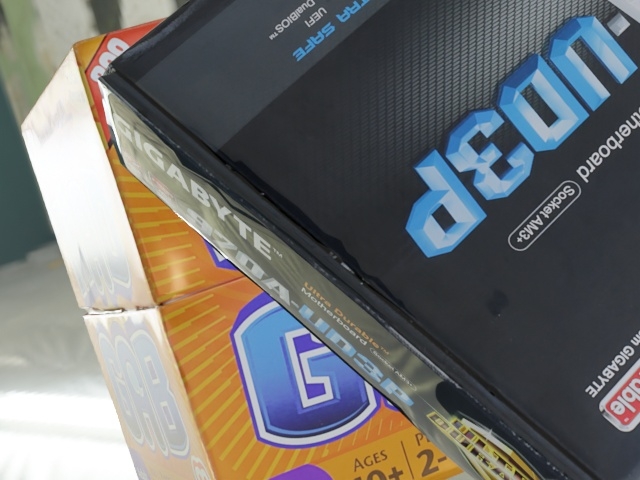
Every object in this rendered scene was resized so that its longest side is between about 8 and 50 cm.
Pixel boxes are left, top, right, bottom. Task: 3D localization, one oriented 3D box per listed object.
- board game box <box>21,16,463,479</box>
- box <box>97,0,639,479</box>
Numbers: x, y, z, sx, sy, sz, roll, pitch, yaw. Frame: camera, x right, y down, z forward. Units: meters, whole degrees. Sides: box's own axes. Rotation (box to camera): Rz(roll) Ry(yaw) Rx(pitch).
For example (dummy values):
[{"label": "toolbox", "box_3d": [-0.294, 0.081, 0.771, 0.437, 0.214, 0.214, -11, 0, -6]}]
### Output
[{"label": "board game box", "box_3d": [0.000, 0.000, 1.046, 0.356, 0.356, 0.356, -18, -178, -18]}, {"label": "box", "box_3d": [0.076, -0.048, 0.372, 0.220, 0.175, 0.051, -42, 161, -20]}]
